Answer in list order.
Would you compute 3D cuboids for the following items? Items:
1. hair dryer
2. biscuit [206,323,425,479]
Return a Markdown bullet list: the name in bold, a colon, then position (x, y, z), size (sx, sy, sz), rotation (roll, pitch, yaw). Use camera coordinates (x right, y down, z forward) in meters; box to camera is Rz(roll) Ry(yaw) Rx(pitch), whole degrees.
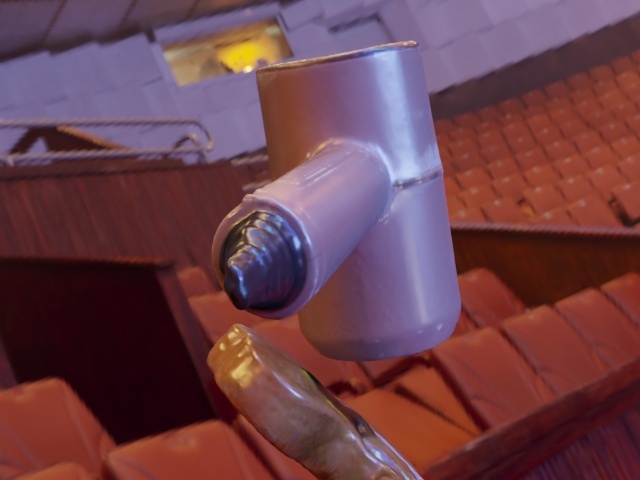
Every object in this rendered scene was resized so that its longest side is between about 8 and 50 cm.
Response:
- **hair dryer**: position (0.000, 0.000, 0.539), size (0.107, 0.189, 0.344), rotation (-7, 10, 14)
- **biscuit**: position (0.043, 0.154, 0.633), size (0.047, 0.202, 0.334), rotation (-43, -27, -5)
